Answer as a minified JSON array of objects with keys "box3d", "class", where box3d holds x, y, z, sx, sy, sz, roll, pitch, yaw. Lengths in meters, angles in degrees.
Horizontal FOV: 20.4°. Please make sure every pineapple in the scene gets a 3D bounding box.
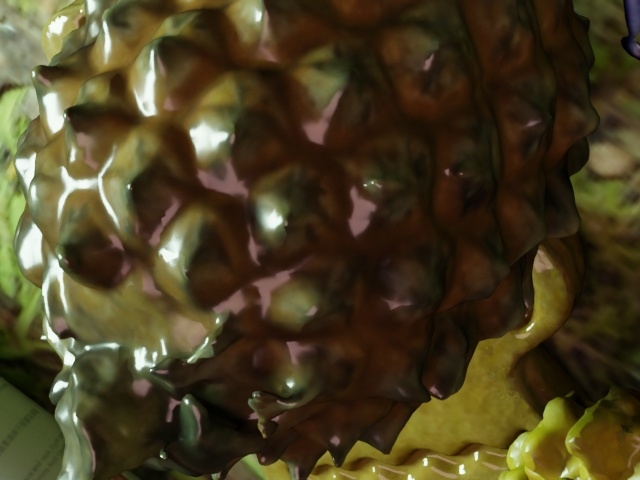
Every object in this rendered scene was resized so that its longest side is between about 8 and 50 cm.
[{"box3d":[-0.015,-0.009,0.489,0.166,0.193,0.166,28,154,15],"class":"pineapple"}]

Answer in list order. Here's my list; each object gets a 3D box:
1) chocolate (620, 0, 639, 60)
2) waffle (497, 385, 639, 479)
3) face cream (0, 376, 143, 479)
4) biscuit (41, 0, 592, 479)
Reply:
[{"box3d":[0.072,-0.164,0.433,0.148,0.126,0.343,-34,104,24],"class":"chocolate"},{"box3d":[0.145,0.119,0.573,0.193,0.070,0.197,23,158,1],"class":"waffle"},{"box3d":[-0.178,0.081,0.731,0.214,0.096,0.096,36,129,0],"class":"face cream"},{"box3d":[-0.001,0.001,0.633,0.184,0.035,0.248,-11,115,31],"class":"biscuit"}]
